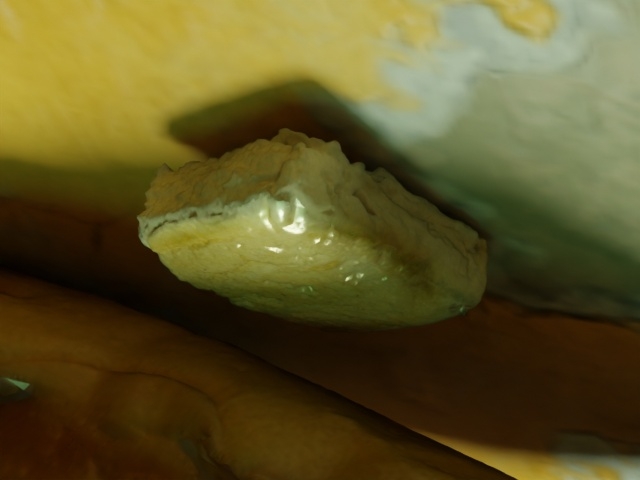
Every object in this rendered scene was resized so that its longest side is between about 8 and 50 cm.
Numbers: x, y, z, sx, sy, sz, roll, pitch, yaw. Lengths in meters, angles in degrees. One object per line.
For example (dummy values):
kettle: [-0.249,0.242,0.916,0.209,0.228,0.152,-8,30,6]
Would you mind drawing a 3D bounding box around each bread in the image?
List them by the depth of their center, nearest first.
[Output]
bread: [0.000,0.000,0.496,0.083,0.035,0.070,28,154,-30]
bread: [-0.059,0.107,0.581,0.344,0.149,0.195,19,143,32]
